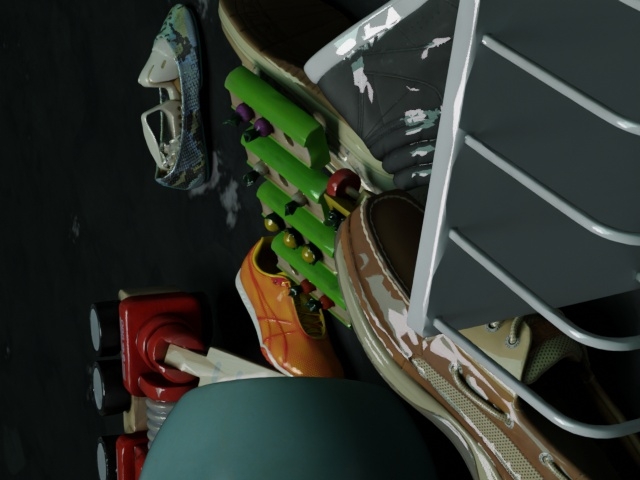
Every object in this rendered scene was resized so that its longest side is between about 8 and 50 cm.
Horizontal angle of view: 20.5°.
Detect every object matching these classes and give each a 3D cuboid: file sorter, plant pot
[{"bbox_3d":[0.194,-0.045,1.055,0.173,0.193,0.277,41,132,46],"label":"file sorter"},{"bbox_3d":[-0.025,0.241,1.452,0.293,0.293,0.235,-29,57,60],"label":"plant pot"}]

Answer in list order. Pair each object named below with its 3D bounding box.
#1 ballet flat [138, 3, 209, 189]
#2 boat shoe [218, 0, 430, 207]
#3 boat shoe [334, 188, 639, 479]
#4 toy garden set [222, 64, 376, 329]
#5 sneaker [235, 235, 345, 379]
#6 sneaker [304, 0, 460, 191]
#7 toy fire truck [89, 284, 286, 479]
[{"bbox_3d":[-0.151,-0.144,1.789,0.070,0.070,0.188,-1,96,61],"label":"ballet flat"},{"bbox_3d":[-0.001,-0.118,1.480,0.285,0.105,0.089,50,143,39],"label":"boat shoe"},{"bbox_3d":[0.138,0.092,1.255,0.324,0.122,0.120,54,136,13],"label":"boat shoe"},{"bbox_3d":[0.000,0.000,1.467,0.204,0.049,0.244,39,156,37],"label":"toy garden set"},{"bbox_3d":[-0.027,0.066,1.623,0.175,0.064,0.067,57,133,33],"label":"sneaker"},{"bbox_3d":[0.124,-0.135,1.270,0.296,0.104,0.147,-32,90,45],"label":"sneaker"},{"bbox_3d":[-0.120,0.167,1.718,0.246,0.158,0.217,-152,60,-69],"label":"toy fire truck"}]
